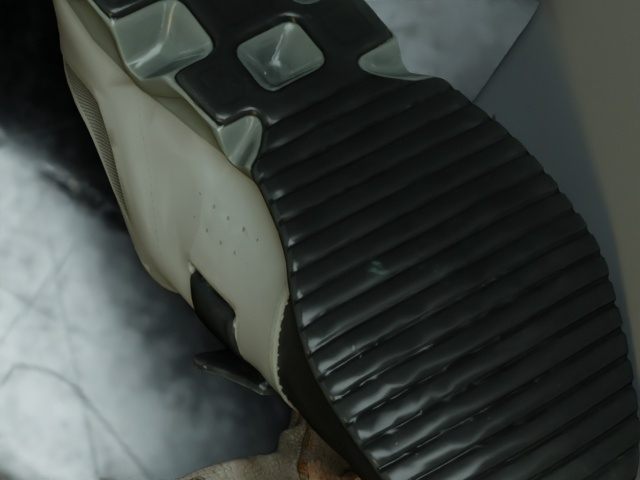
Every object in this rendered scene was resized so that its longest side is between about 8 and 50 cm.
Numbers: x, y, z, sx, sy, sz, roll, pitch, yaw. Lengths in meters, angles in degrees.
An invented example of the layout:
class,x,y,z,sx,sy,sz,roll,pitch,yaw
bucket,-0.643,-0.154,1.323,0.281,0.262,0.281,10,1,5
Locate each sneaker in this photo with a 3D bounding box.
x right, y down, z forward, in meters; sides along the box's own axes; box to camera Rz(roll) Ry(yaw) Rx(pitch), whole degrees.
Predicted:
class,x,y,z,sx,sy,sz,roll,pitch,yaw
sneaker,0.000,0.000,0.724,0.122,0.146,0.330,-22,65,-24

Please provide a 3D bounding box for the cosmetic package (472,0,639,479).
class,x,y,z,sx,sy,sz,roll,pitch,yaw
cosmetic package,0.299,0.027,0.709,0.393,0.329,0.327,0,67,-14

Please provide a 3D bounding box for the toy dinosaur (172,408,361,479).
class,x,y,z,sx,sy,sz,roll,pitch,yaw
toy dinosaur,-0.078,0.173,0.721,0.296,0.127,0.200,-46,136,-1
